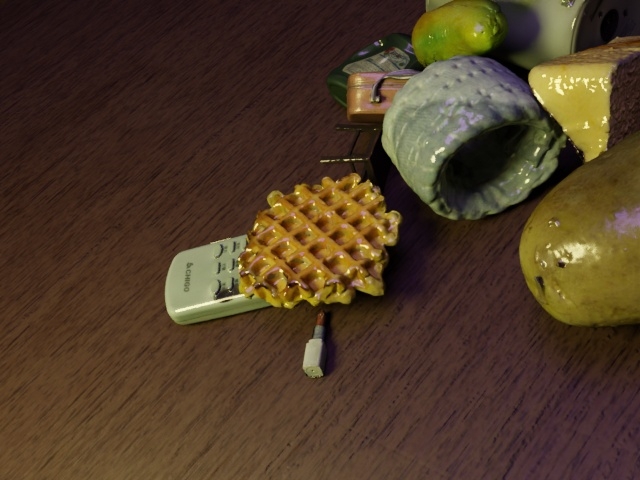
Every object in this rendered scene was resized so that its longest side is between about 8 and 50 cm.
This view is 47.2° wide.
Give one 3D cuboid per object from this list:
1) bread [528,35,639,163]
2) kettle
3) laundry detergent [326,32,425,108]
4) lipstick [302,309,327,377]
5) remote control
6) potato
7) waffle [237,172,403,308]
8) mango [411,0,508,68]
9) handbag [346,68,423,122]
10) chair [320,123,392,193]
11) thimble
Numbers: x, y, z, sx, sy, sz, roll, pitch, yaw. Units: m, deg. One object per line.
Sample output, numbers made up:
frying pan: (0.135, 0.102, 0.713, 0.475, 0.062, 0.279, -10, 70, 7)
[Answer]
bread: (0.422, -0.218, 1.013, 0.266, 0.142, 0.178, -27, 64, -38)
kettle: (0.330, -0.387, 1.207, 0.265, 0.205, 0.318, -19, 38, -33)
laundry detergent: (0.125, -0.327, 1.350, 0.221, 0.078, 0.144, -43, 51, -14)
lipstick: (-0.004, 0.141, 1.034, 0.025, 0.025, 0.107, -8, 44, 18)
remote control: (-0.102, 0.043, 1.142, 0.296, 0.056, 0.140, -13, 46, 11)
potato: (0.413, -0.026, 0.862, 0.359, 0.219, 0.270, -17, 26, 18)
waffle: (0.000, 0.000, 1.072, 0.243, 0.059, 0.238, -4, 47, 12)
mango: (0.213, -0.318, 1.140, 0.125, 0.111, 0.233, -28, 12, -1)
handbag: (0.135, -0.232, 1.196, 0.193, 0.151, 0.072, 3, 93, 8)
chair: (0.118, -0.135, 1.185, 0.212, 0.084, 0.101, 2, 49, 24)
thimble: (0.221, -0.152, 1.065, 0.250, 0.205, 0.172, -14, 45, -17)
